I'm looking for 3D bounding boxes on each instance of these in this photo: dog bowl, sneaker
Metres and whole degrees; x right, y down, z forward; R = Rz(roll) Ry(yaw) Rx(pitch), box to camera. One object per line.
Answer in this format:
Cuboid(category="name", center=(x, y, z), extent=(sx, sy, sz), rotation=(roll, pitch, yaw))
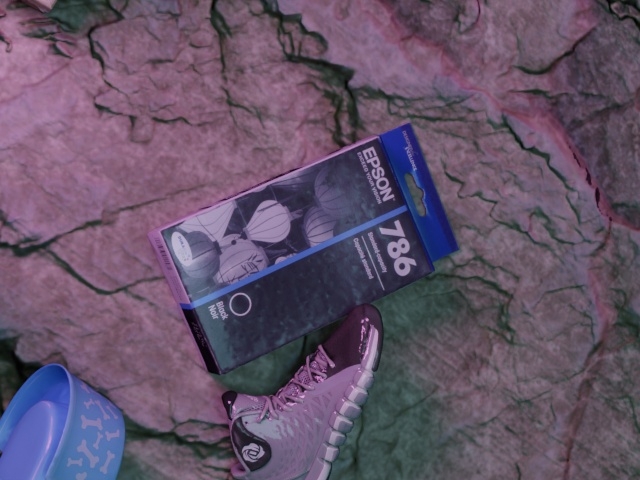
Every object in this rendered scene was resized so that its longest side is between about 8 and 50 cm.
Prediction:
Cuboid(category="dog bowl", center=(-0.273, 0.265, 1.054), extent=(0.074, 0.166, 0.297), rotation=(29, 77, -30))
Cuboid(category="sneaker", center=(-0.029, 0.158, 1.172), extent=(0.132, 0.086, 0.228), rotation=(20, 96, -12))

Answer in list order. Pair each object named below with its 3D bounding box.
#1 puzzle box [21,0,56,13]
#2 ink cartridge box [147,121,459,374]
Cuboid(category="puzzle box", center=(-0.284, -0.461, 1.096), extent=(0.272, 0.052, 0.409), rotation=(29, 83, -26))
Cuboid(category="ink cartridge box", center=(0.000, 0.000, 1.218), extent=(0.333, 0.065, 0.165), rotation=(-26, 96, -21))
